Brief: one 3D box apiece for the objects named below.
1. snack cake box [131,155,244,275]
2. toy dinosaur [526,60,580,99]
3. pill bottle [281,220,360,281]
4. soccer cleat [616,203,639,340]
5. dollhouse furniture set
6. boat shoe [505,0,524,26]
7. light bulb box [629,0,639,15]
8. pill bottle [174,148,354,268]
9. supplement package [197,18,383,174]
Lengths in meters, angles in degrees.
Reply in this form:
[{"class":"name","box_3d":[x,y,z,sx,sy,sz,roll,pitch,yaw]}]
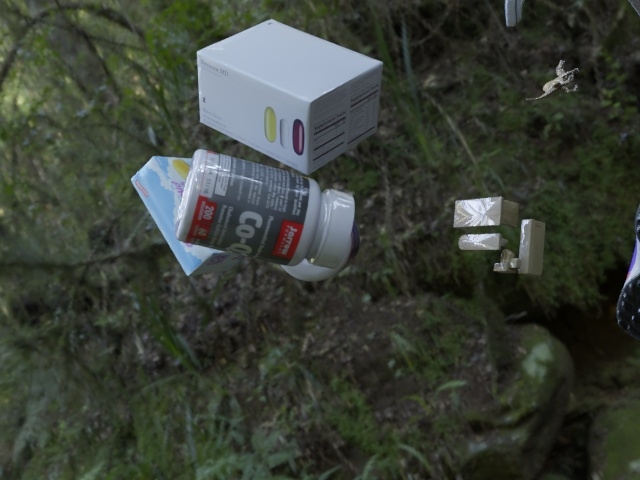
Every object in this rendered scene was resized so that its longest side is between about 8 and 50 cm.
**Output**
[{"class":"snack cake box","box_3d":[-0.285,-0.056,1.854,0.089,0.264,0.152,-40,-16,24]},{"class":"toy dinosaur","box_3d":[0.596,-0.388,2.100,0.092,0.053,0.183,0,40,46]},{"class":"pill bottle","box_3d":[0.000,0.000,2.030,0.181,0.182,0.323,-28,-3,8]},{"class":"soccer cleat","box_3d":[0.455,-0.005,1.056,0.116,0.108,0.318,-47,-30,-35]},{"class":"dollhouse furniture set","box_3d":[0.374,-0.004,1.760,0.151,0.144,0.123,11,-8,-39]},{"class":"boat shoe","box_3d":[0.486,-0.637,1.978,0.084,0.258,0.095,7,10,11]},{"class":"light bulb box","box_3d":[0.579,-0.630,1.484,0.225,0.361,0.357,-26,-28,30]},{"class":"pill bottle","box_3d":[-0.095,-0.046,1.436,0.283,0.161,0.161,13,-15,-13]},{"class":"supplement package","box_3d":[-0.056,-0.263,1.489,0.204,0.261,0.145,-36,-38,-39]}]
